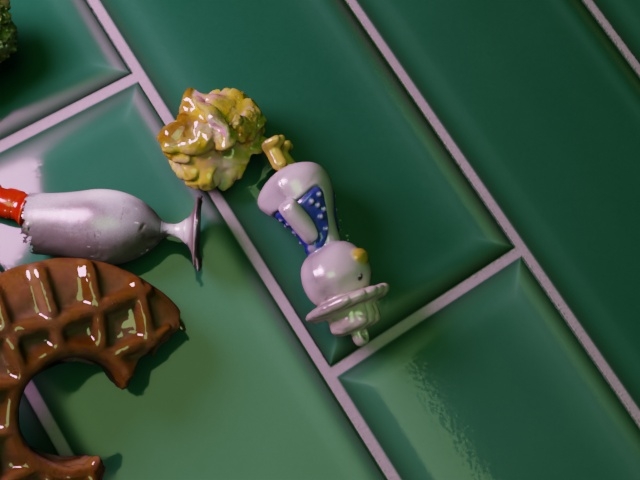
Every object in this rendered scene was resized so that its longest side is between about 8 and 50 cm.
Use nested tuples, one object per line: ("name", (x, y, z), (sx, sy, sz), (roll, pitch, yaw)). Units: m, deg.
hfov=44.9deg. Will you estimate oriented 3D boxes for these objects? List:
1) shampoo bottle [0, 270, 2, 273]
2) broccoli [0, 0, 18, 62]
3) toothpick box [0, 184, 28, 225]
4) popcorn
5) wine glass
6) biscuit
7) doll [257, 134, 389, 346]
("shampoo bottle", (-0.463, 0.032, 0.981), (0.086, 0.056, 0.227), (-34, 82, -19))
("broccoli", (-0.527, -0.291, 0.990), (0.254, 0.186, 0.302), (25, 80, 10))
("toothpick box", (-0.420, -0.051, 1.013), (0.083, 0.047, 0.047), (17, 74, -4))
("popcorn", (-0.142, -0.139, 1.037), (0.145, 0.126, 0.126), (-27, 54, 3))
("wine glass", (-0.262, -0.015, 0.998), (0.222, 0.103, 0.103), (3, 75, -5))
("biscuit", (-0.331, 0.185, 0.898), (0.268, 0.115, 0.367), (27, 68, -24))
("doll", (0.000, 0.000, 1.011), (0.119, 0.138, 0.293), (-26, 79, 16))
